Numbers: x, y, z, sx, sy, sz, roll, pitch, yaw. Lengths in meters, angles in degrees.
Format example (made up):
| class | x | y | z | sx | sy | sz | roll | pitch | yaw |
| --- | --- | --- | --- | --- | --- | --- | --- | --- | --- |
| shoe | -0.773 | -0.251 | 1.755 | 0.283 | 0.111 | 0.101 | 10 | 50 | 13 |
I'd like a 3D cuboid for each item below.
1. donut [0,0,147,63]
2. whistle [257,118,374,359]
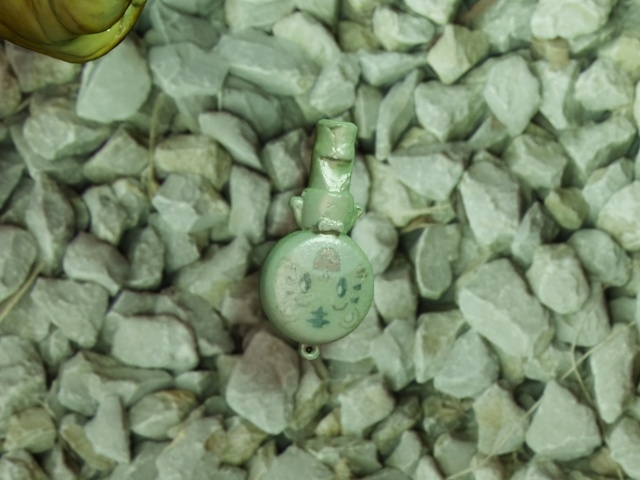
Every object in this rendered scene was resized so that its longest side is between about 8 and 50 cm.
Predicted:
| class | x | y | z | sx | sy | sz | roll | pitch | yaw |
| --- | --- | --- | --- | --- | --- | --- | --- | --- | --- |
| donut | -0.184 | -0.332 | 0.991 | 0.170 | 0.360 | 0.360 | 22 | 97 | -8 |
| whistle | 0.000 | 0.000 | 1.209 | 0.126 | 0.067 | 0.257 | 5 | 95 | -20 |
